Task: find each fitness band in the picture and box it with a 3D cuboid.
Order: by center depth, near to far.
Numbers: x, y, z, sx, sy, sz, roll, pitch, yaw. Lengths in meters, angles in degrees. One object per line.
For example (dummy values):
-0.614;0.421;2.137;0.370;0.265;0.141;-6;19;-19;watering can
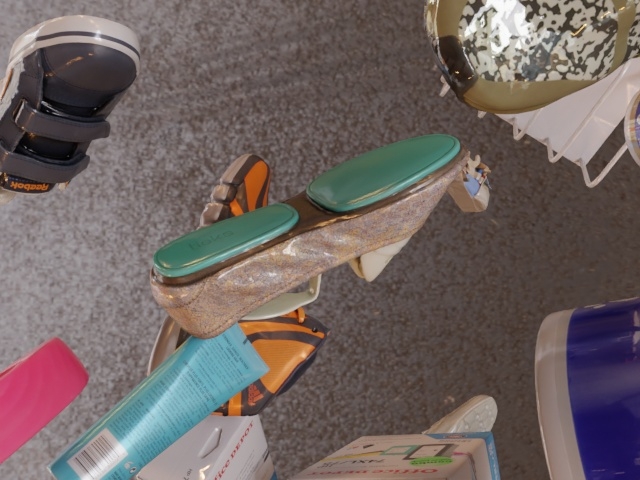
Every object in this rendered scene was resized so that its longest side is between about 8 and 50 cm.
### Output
-0.283;0.166;0.485;0.209;0.291;0.054;-32;98;42;fitness band

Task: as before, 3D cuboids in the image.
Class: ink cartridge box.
-0.126;0.290;0.874;0.082;0.139;0.190;13;135;24;ink cartridge box
0.105;0.358;0.890;0.198;0.270;0.197;-9;83;21;ink cartridge box

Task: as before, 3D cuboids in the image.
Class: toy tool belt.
0.164;-0.073;0.818;0.052;0.083;0.051;0;53;42;toy tool belt

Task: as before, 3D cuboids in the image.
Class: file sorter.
0.342;-0.238;1.093;0.278;0.173;0.192;32;117;1;file sorter

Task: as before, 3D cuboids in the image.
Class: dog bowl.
0.295;0.186;0.672;0.104;0.265;0.264;-18;75;30;dog bowl

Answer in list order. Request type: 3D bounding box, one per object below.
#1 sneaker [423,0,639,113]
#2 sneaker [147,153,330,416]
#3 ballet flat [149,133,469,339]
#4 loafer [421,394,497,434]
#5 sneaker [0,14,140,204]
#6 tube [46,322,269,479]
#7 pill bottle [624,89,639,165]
0.243;-0.208;0.396;0.410;0.182;0.158;-33;103;-3;sneaker
-0.068;0.056;0.861;0.180;0.124;0.321;15;68;1;sneaker
0.000;0.000;0.680;0.107;0.316;0.106;-127;17;-58;ballet flat
0.284;0.467;1.700;0.111;0.320;0.112;12;131;57;loafer
-0.296;-0.124;0.789;0.321;0.126;0.127;-18;71;45;sneaker
-0.142;0.151;0.652;0.052;0.207;0.080;3;127;59;tube
0.423;-0.129;0.753;0.187;0.112;0.111;176;98;-69;pill bottle
